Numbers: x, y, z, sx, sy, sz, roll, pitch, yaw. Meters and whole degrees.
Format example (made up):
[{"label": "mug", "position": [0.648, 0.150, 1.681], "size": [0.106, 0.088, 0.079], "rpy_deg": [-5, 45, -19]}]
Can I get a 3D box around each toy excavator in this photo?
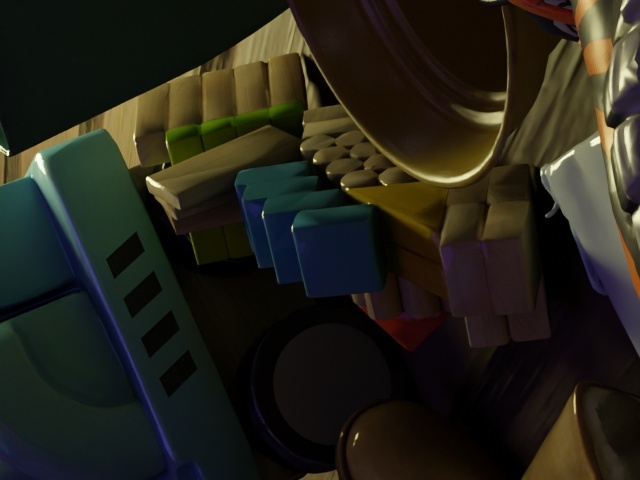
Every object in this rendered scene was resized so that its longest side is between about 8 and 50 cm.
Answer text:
[{"label": "toy excavator", "position": [-0.229, 0.045, 1.201], "size": [0.433, 0.445, 0.222], "rpy_deg": [65, 159, 4]}]

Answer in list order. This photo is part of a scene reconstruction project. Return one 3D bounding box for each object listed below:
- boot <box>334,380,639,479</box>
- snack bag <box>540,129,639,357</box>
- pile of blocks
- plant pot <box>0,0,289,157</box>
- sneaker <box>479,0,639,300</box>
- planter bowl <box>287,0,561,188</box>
[{"label": "boot", "position": [0.116, 0.137, 0.974], "size": [0.236, 0.089, 0.269], "rpy_deg": [49, 155, 16]}, {"label": "snack bag", "position": [0.224, 0.059, 0.680], "size": [0.323, 0.037, 0.342], "rpy_deg": [64, 159, 9]}, {"label": "pile of blocks", "position": [0.000, 0.000, 1.011], "size": [0.362, 0.149, 0.113], "rpy_deg": [32, 141, 56]}, {"label": "plant pot", "position": [-0.106, -0.180, 0.956], "size": [0.165, 0.234, 0.165], "rpy_deg": [35, 144, 56]}, {"label": "sneaker", "position": [0.124, -0.074, 0.594], "size": [0.180, 0.124, 0.321], "rpy_deg": [122, 149, -68]}, {"label": "planter bowl", "position": [0.058, -0.139, 0.798], "size": [0.217, 0.090, 0.217], "rpy_deg": [50, 154, 36]}]
